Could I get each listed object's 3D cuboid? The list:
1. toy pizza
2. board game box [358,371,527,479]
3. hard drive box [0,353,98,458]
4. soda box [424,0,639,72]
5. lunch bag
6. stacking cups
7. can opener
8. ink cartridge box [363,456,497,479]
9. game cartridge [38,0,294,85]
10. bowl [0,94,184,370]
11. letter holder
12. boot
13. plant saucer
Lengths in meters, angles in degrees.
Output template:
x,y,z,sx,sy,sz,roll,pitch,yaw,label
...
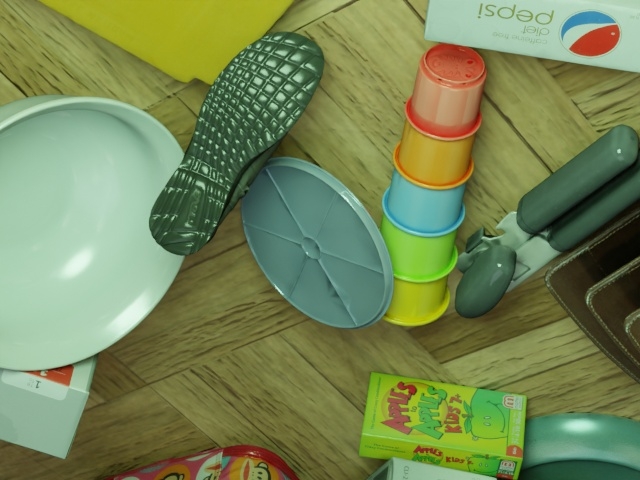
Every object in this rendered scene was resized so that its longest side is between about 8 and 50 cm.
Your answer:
x,y,z,sx,sy,sz,roll,pitch,yaw,label
0.000,0.000,1.741,0.201,0.032,0.201,27,137,29,toy pizza
0.140,0.210,1.941,0.181,0.092,0.043,9,137,2,board game box
-0.330,0.116,1.825,0.181,0.232,0.089,19,113,-9,hard drive box
0.204,-0.208,1.509,0.216,0.069,0.074,10,137,3,soda box
-0.134,0.387,2.160,0.293,0.120,0.258,-17,131,26,lunch bag
0.099,-0.055,1.678,0.096,0.096,0.316,8,135,3,stacking cups
0.231,-0.005,1.694,0.076,0.095,0.283,28,141,-18,can opener
0.161,0.334,2.025,0.239,0.060,0.275,12,158,-9,ink cartridge box
-0.134,-0.297,1.505,0.285,0.052,0.324,29,136,-19,game cartridge
-0.285,-0.028,1.706,0.298,0.134,0.298,-19,125,-29,bowl
0.391,0.114,1.722,0.214,0.152,0.302,-35,121,26,letter holder
-0.081,-0.097,1.645,0.083,0.161,0.246,35,98,-1,boot
0.321,0.323,2.059,0.318,0.043,0.317,5,137,5,plant saucer
